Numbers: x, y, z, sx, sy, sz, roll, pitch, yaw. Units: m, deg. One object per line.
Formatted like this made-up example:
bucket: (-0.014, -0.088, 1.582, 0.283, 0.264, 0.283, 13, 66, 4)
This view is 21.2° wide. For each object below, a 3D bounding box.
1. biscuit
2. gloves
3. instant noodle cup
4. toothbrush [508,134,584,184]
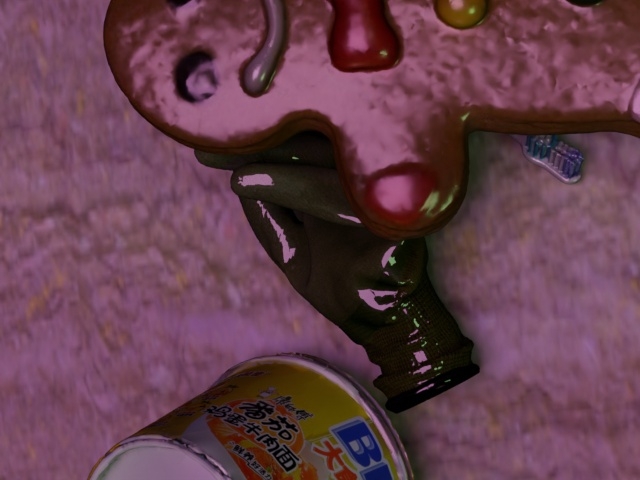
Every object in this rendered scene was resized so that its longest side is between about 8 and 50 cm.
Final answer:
biscuit: (0.071, -0.144, 1.083, 0.432, 0.064, 0.283, -3, 82, 6)
gloves: (0.011, -0.004, 1.172, 0.268, 0.107, 0.135, 51, 147, -3)
instant noodle cup: (-0.056, 0.193, 1.165, 0.205, 0.153, 0.205, 9, 106, 32)
toothbrush: (0.063, -0.134, 1.193, 0.304, 0.030, 0.030, 39, 106, 21)
